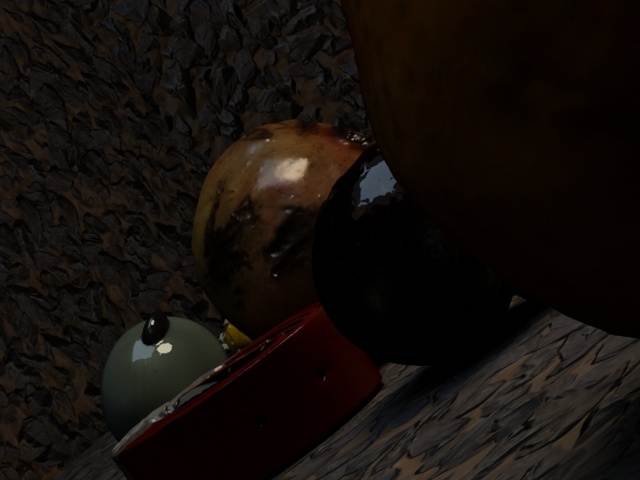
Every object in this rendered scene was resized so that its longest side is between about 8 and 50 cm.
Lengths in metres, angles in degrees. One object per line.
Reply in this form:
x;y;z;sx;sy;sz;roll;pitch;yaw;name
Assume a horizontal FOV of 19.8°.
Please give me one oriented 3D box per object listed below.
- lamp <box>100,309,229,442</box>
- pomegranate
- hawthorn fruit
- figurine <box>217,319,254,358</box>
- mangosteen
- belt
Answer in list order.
-0.197;0.203;2.453;0.198;0.197;0.244;-36;-15;2;lamp
0.000;0.000;2.175;0.322;0.322;0.322;-36;3;2;pomegranate
0.236;-0.154;1.088;0.472;0.471;0.472;-36;3;2;hawthorn fruit
-0.003;0.047;2.483;0.320;0.196;0.323;-26;-8;-35;figurine
0.133;0.012;1.746;0.289;0.231;0.231;10;28;26;mangosteen
-0.091;0.193;1.966;0.324;0.115;0.227;-35;2;25;belt
